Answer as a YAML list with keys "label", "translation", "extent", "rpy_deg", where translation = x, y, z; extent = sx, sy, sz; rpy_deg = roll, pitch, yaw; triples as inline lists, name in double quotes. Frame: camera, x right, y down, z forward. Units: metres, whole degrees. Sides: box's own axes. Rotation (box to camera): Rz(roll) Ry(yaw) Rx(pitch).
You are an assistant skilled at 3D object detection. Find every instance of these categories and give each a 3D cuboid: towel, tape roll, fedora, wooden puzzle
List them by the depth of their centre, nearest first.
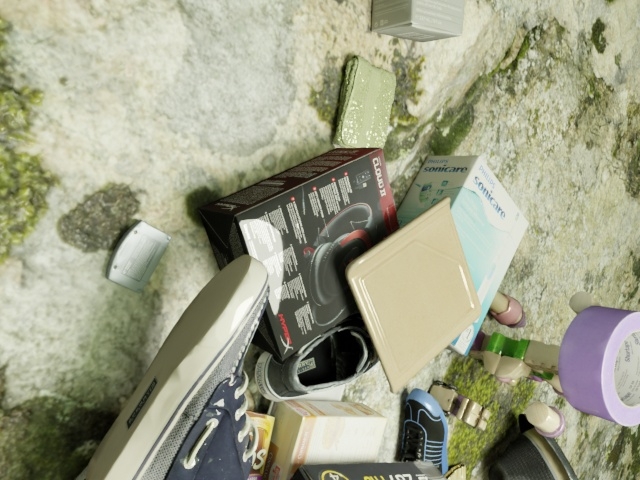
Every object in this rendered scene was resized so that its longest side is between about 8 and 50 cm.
- label: "wooden puzzle"
  translation: [0.147, 0.081, 0.805]
  extent: [0.221, 0.044, 0.239]
  rpy_deg: [-33, 116, -28]
- label: "towel"
  translation: [0.075, -0.215, 0.855]
  extent: [0.110, 0.027, 0.148]
  rpy_deg: [9, 92, -41]
- label: "tape roll"
  translation: [0.499, 0.210, 0.893]
  extent: [0.189, 0.080, 0.189]
  rpy_deg: [0, 91, -30]
- label: "fedora"
  translation: [0.494, 0.584, 1.226]
  extent: [0.152, 0.334, 0.334]
  rpy_deg: [-22, 115, -1]

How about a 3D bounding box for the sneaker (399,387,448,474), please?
- label: "sneaker"
  translation: [0.197, 0.404, 1.030]
  extent: [0.090, 0.081, 0.232]
  rpy_deg: [-33, 118, -38]

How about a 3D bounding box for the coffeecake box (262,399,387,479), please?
- label: "coffeecake box"
  translation: [0.004, 0.334, 0.830]
  extent: [0.185, 0.068, 0.142]
  rpy_deg: [17, 89, -40]

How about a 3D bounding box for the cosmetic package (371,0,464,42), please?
- label: "cosmetic package"
  translation: [0.160, -0.450, 0.834]
  extent: [0.127, 0.107, 0.238]
  rpy_deg: [-7, 106, -35]

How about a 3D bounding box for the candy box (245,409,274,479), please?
- label: "candy box"
  translation: [-0.136, 0.330, 0.733]
  extent: [0.109, 0.053, 0.187]
  rpy_deg: [30, 63, -43]

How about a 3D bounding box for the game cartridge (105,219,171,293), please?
- label: "game cartridge"
  translation: [-0.230, 0.019, 0.658]
  extent: [0.056, 0.017, 0.083]
  rpy_deg: [37, 74, -41]

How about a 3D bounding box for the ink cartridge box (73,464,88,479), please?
- label: "ink cartridge box"
  translation: [-0.246, 0.380, 0.689]
  extent: [0.224, 0.045, 0.223]
  rpy_deg: [-49, 124, -22]

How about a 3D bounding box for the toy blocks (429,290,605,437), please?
- label: "toy blocks"
  translation: [0.439, 0.275, 1.068]
  extent: [0.260, 0.288, 0.309]
  rpy_deg: [36, 72, -32]

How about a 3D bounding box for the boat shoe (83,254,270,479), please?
- label: "boat shoe"
  translation: [-0.127, 0.193, 0.633]
  extent: [0.158, 0.127, 0.340]
  rpy_deg: [35, 88, -23]

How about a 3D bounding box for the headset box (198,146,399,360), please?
- label: "headset box"
  translation: [0.000, 0.000, 0.778]
  extent: [0.293, 0.110, 0.218]
  rpy_deg: [-29, 115, -31]

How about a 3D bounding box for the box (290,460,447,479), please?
- label: "box"
  translation: [0.006, 0.523, 0.815]
  extent: [0.318, 0.097, 0.395]
  rpy_deg: [21, 104, -42]

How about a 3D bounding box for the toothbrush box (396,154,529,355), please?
- label: "toothbrush box"
  translation: [0.231, 0.023, 0.959]
  extent: [0.216, 0.126, 0.295]
  rpy_deg: [40, 74, -34]

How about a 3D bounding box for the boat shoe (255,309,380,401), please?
- label: "boat shoe"
  translation: [0.041, 0.170, 0.820]
  extent: [0.301, 0.102, 0.108]
  rpy_deg: [-7, 80, -46]

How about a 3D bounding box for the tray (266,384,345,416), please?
- label: "tray"
  translation: [-0.047, 0.318, 0.850]
  extent: [0.145, 0.030, 0.270]
  rpy_deg: [22, 84, -40]

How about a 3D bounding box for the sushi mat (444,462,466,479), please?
- label: "sushi mat"
  translation: [0.291, 0.653, 1.121]
  extent: [0.151, 0.019, 0.317]
  rpy_deg: [7, 80, -57]
